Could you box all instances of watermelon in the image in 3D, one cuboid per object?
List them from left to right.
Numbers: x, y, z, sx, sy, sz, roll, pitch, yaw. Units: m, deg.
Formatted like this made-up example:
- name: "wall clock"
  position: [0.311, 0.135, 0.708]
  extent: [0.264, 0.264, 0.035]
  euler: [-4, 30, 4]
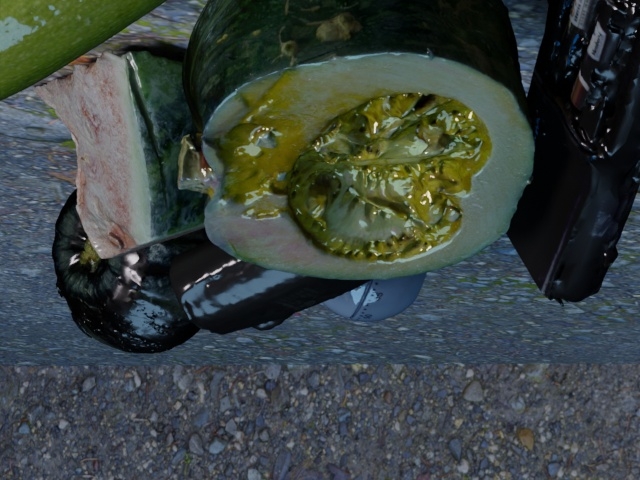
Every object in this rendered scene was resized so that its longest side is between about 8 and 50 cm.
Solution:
- name: "watermelon"
  position: [-0.162, -0.100, 1.735]
  extent: [0.232, 0.193, 0.310]
  euler: [-18, 180, 14]

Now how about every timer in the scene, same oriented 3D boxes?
- name: "timer"
  position: [0.015, -0.004, 2.112]
  extent: [0.255, 0.175, 0.175]
  euler: [30, 173, 13]

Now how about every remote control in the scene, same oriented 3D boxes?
- name: "remote control"
  position: [0.195, -0.093, 1.274]
  extent: [0.062, 0.144, 0.399]
  euler: [-19, 149, -16]

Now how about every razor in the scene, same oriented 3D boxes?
- name: "razor"
  position: [0.007, -0.005, 1.837]
  extent: [0.327, 0.107, 0.189]
  euler: [-29, 161, 16]

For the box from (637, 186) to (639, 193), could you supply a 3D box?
- name: "box"
  position: [0.343, -0.135, 1.327]
  extent: [0.225, 0.143, 0.341]
  euler: [7, 166, -15]

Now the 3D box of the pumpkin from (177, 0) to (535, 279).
- name: "pumpkin"
  position: [0.016, -0.121, 1.300]
  extent: [0.263, 0.197, 0.293]
  euler: [-3, 146, -10]

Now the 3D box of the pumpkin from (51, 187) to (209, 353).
- name: "pumpkin"
  position: [-0.207, 0.018, 2.001]
  extent: [0.163, 0.233, 0.233]
  euler: [5, 170, -40]

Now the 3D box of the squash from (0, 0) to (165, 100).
- name: "squash"
  position: [-0.204, -0.237, 1.326]
  extent: [0.260, 0.189, 0.189]
  euler: [-35, 159, 8]
